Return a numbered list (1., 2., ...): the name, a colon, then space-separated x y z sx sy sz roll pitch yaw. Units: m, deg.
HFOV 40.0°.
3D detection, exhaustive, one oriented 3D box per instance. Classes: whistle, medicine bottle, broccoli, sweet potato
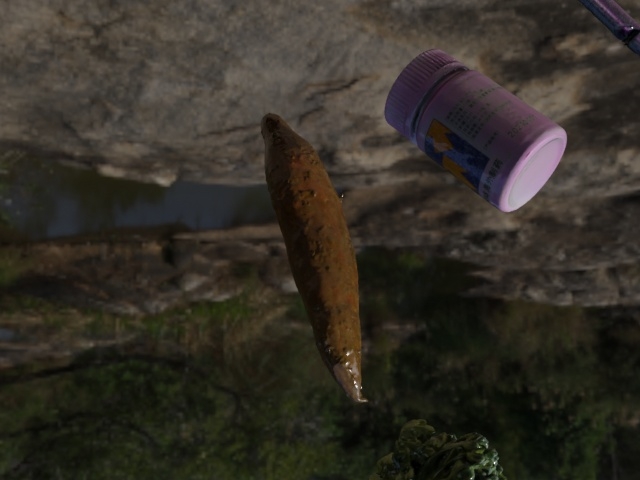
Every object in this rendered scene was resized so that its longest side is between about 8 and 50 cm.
1. whistle: 0.388 -0.302 1.177 0.033 0.176 0.033 -43 171 -9
2. medicine bottle: 0.272 -0.199 1.568 0.290 0.178 0.178 40 -174 25
3. broccoli: 0.111 0.365 1.106 0.245 0.288 0.248 10 179 -23
4. sweet potato: 0.000 0.000 0.835 0.072 0.315 0.066 -18 159 -3
